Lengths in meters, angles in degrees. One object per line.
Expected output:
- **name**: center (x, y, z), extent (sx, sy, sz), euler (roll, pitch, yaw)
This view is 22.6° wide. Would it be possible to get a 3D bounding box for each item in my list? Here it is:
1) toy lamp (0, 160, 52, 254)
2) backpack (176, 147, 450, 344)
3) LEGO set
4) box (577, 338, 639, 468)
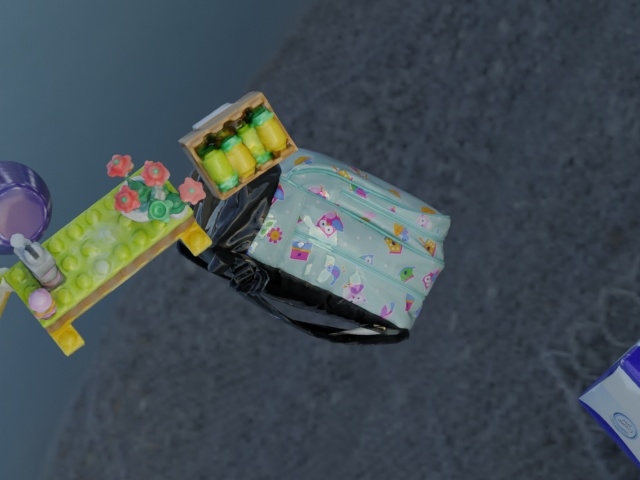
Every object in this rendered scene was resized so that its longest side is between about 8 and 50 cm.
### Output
- **toy lamp**: center (-0.283, -0.034, 1.361), extent (0.274, 0.080, 0.080), euler (13, 90, 67)
- **backpack**: center (0.000, 0.000, 1.121), extent (0.115, 0.182, 0.152), euler (-64, 20, 6)
- **LEGO set**: center (-0.153, -0.013, 0.761), extent (0.107, 0.287, 0.132), euler (85, -179, -74)
- **box**: center (0.256, 0.095, 0.997), extent (0.126, 0.137, 0.072), euler (48, 153, 9)
